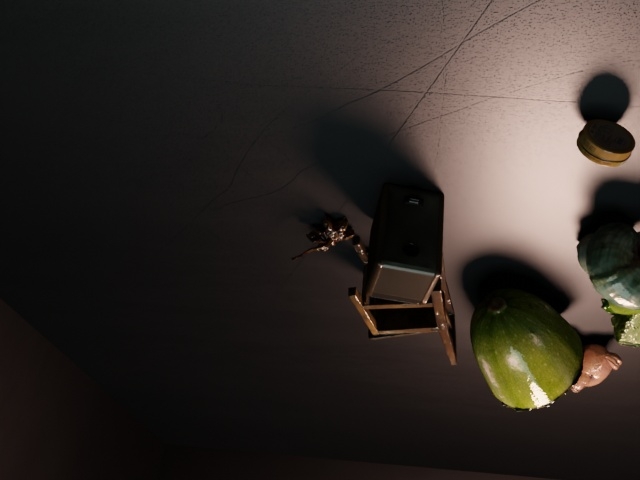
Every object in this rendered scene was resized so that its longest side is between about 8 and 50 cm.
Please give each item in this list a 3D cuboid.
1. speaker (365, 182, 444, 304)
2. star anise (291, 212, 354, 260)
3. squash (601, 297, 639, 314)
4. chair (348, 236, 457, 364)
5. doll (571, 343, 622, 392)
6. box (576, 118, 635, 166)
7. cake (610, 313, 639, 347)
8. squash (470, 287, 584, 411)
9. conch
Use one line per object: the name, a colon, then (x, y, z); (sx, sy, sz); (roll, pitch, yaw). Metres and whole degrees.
speaker: (0.199, 0.013, 1.531); (0.153, 0.231, 0.193); (10, 147, -1)
star anise: (0.000, 0.000, 1.700); (0.190, 0.070, 0.097); (-30, 142, 28)
squash: (0.853, 0.106, 1.613); (0.107, 0.107, 0.395); (20, 152, -16)
chair: (0.241, 0.180, 1.807); (0.240, 0.203, 0.416); (-5, 142, 14)
doll: (0.759, 0.383, 2.023); (0.303, 0.156, 0.201); (14, 153, 1)
box: (0.555, -0.191, 1.257); (0.105, 0.106, 0.037); (10, 139, -1)
cake: (0.899, 0.178, 1.788); (0.100, 0.099, 0.235); (9, 125, 1)
squash: (0.531, 0.268, 1.820); (0.310, 0.310, 0.309); (-26, 118, 41)
conch: (0.711, 0.053, 1.503); (0.277, 0.220, 0.196); (23, 132, 52)
